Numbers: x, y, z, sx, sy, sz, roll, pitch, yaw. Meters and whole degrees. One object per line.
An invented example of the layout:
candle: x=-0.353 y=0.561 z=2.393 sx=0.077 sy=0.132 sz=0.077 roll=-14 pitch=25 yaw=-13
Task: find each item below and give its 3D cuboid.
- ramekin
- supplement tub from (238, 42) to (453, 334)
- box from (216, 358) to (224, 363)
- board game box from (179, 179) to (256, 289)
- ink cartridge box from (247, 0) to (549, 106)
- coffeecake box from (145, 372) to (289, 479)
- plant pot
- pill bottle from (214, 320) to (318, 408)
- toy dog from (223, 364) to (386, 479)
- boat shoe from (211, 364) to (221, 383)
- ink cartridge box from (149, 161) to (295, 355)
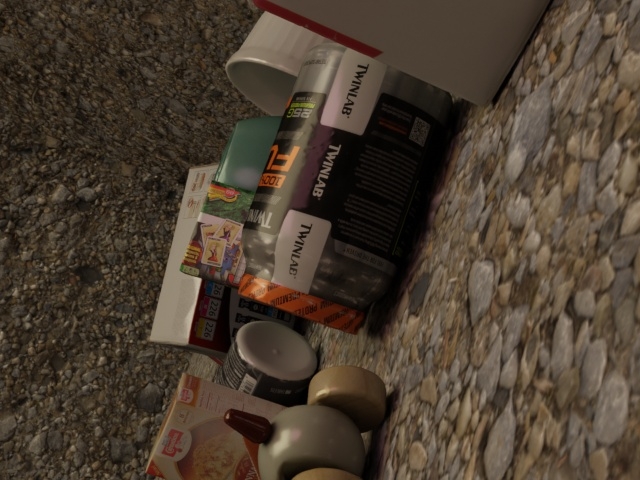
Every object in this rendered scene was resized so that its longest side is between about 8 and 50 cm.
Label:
ramekin: x=-0.003 y=-0.273 z=1.549 sx=0.135 sy=0.277 sz=0.277 roll=-63 pitch=8 yaw=-11
supplement tub: x=0.024 y=-0.058 z=1.137 sx=0.193 sy=0.194 sz=0.316 roll=166 pitch=124 yaw=-79
box: x=-0.175 y=0.174 z=1.899 sx=0.148 sy=0.127 sz=0.232 roll=-51 pitch=5 yaw=-11
board game box: x=-0.050 y=0.015 z=1.260 sx=0.030 sy=0.260 sz=0.136 roll=48 pitch=-121 yaw=-69
ink cartridge box: x=0.092 y=-0.349 z=1.090 sx=0.384 sy=0.279 sz=0.160 roll=-84 pitch=18 yaw=-57
coffeecake box: x=-0.133 y=0.285 z=1.331 sx=0.068 sy=0.186 sz=0.142 roll=-86 pitch=18 yaw=-60
plant pot: x=-0.050 y=-0.054 z=1.433 sx=0.293 sy=0.235 sz=0.293 roll=-160 pitch=90 yaw=-81
pill bottle: x=-0.106 y=0.251 z=1.427 sx=0.130 sy=0.130 sz=0.245 roll=-85 pitch=18 yaw=-59
toy dog: x=-0.056 y=0.263 z=1.005 sx=0.220 sy=0.161 sz=0.333 roll=-87 pitch=20 yaw=-63
boat shoe: x=-0.200 y=0.302 z=2.064 sx=0.183 sy=0.066 sz=0.066 roll=128 pitch=160 yaw=-62
ink cartridge box: x=-0.117 y=0.054 z=1.631 sx=0.130 sy=0.272 sz=0.309 roll=-3 pitch=72 yaw=50
